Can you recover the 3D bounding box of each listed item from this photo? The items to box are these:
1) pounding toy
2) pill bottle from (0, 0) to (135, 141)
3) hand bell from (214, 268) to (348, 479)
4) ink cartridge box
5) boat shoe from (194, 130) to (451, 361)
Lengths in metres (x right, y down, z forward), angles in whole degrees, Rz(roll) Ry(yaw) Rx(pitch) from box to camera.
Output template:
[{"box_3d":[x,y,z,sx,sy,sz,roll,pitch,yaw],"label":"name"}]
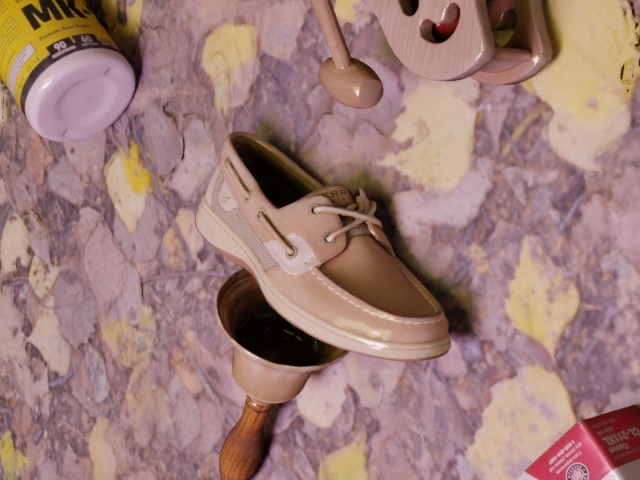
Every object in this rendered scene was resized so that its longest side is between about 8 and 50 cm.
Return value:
[{"box_3d":[0.082,-0.200,0.946,0.154,0.155,0.269,42,122,40],"label":"pounding toy"},{"box_3d":[-0.290,-0.212,1.351,0.208,0.119,0.119,53,128,27],"label":"pill bottle"},{"box_3d":[-0.057,0.152,1.183,0.126,0.126,0.242,47,137,32],"label":"hand bell"},{"box_3d":[0.215,0.226,0.915,0.127,0.072,0.175,-52,58,35],"label":"ink cartridge box"},{"box_3d":[0.000,0.000,1.091,0.302,0.109,0.098,37,121,43],"label":"boat shoe"}]
